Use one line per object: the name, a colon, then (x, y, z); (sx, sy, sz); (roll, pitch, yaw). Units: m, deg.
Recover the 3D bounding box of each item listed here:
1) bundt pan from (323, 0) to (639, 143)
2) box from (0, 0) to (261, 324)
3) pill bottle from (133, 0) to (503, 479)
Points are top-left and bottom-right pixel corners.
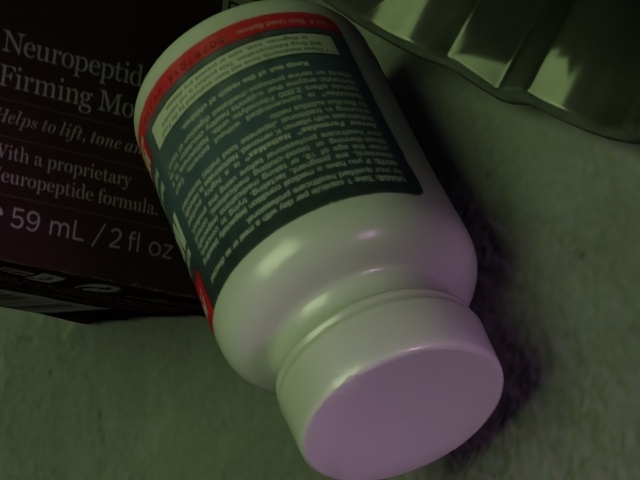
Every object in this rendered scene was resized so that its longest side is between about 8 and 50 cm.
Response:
bundt pan: (0.028, -0.171, 0.610); (0.124, 0.331, 0.331); (-55, 39, -6)
box: (-0.129, -0.074, 0.873); (0.167, 0.168, 0.203); (-6, 76, 51)
pill bottle: (0.000, 0.000, 0.740); (0.108, 0.108, 0.180); (-51, 45, 29)
